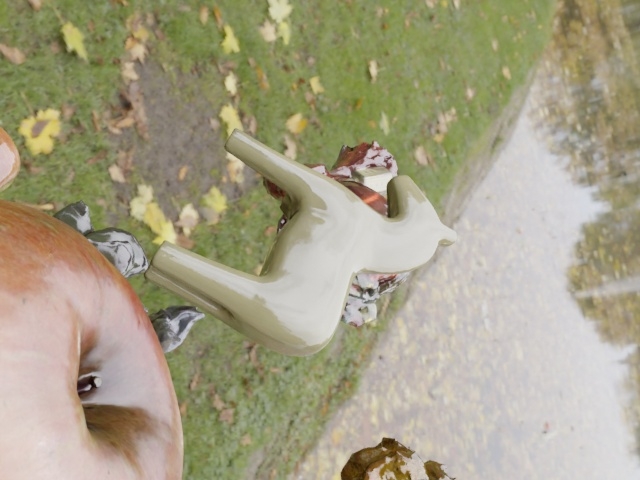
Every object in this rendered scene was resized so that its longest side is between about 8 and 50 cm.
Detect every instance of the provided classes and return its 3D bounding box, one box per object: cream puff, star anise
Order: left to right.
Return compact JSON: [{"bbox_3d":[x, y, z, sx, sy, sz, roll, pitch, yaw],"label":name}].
[{"bbox_3d":[-0.261,0.152,1.154,0.061,0.205,0.180,58,8,-3],"label":"star anise"},{"bbox_3d":[0.077,0.237,0.731,0.116,0.122,0.094,-1,118,-56],"label":"cream puff"}]

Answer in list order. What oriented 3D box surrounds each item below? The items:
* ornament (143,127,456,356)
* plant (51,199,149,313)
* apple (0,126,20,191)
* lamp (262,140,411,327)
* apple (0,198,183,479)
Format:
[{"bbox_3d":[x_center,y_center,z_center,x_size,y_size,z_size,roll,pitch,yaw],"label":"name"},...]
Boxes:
[{"bbox_3d":[0.000,0.000,0.729,0.245,0.061,0.230,30,57,-9],"label":"ornament"},{"bbox_3d":[-0.319,0.060,0.816,0.276,0.199,0.188,-40,152,-41],"label":"plant"},{"bbox_3d":[-0.651,-0.143,1.445,0.174,0.188,0.188,48,36,-11],"label":"apple"},{"bbox_3d":[0.041,-0.013,0.960,0.215,0.151,0.223,-10,91,-46],"label":"lamp"},{"bbox_3d":[-0.204,0.102,0.432,0.253,0.254,0.253,32,51,-51],"label":"apple"}]
